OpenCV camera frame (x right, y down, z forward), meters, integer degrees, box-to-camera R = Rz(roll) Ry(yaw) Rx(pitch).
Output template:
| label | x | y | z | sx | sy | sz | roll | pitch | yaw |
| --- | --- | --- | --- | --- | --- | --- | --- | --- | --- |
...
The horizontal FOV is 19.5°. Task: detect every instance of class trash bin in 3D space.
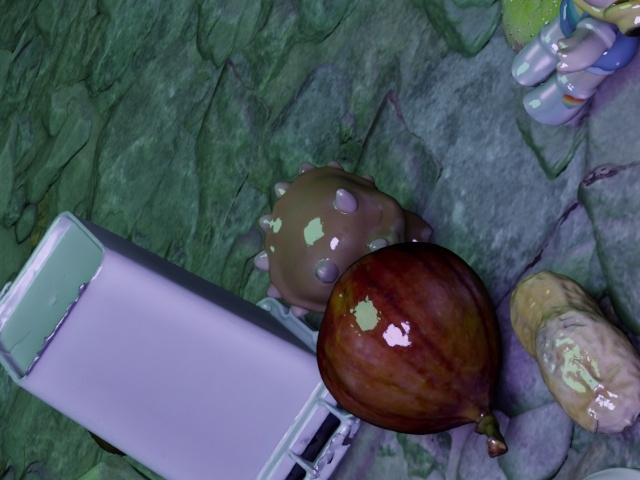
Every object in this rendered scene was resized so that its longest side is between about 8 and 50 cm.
| label | x | y | z | sx | sy | sz | roll | pitch | yaw |
| --- | --- | --- | --- | --- | --- | --- | --- | --- | --- |
| trash bin | -0.161 | 0.147 | 2.059 | 0.256 | 0.367 | 0.296 | -55 | 30 | 3 |

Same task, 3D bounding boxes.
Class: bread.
| label | x | y | z | sx | sy | sz | roll | pitch | yaw |
| --- | --- | --- | --- | --- | --- | --- | --- | --- | --- |
| bread | 0.267 | -0.300 | 2.012 | 0.228 | 0.033 | 0.228 | -34 | 45 | 44 |

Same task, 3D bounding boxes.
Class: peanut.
| label | x | y | z | sx | sy | sz | roll | pitch | yaw |
| --- | --- | --- | --- | --- | --- | --- | --- | --- | --- |
| peanut | 0.241 | 0.099 | 1.747 | 0.099 | 0.099 | 0.214 | -56 | 26 | 20 |

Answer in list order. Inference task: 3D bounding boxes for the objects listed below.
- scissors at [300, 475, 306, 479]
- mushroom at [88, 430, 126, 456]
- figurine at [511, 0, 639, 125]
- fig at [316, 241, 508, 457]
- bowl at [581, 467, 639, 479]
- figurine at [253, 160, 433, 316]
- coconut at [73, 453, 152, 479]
| label | x | y | z | sx | sy | sz | roll | pitch | yaw |
| --- | --- | --- | --- | --- | --- | --- | --- | --- | --- |
| scissors | -0.019 | 0.377 | 2.044 | 0.109 | 0.022 | 0.300 | -54 | 32 | 24 |
| mushroom | -0.235 | 0.169 | 2.414 | 0.231 | 0.138 | 0.194 | -51 | 33 | 27 |
| figurine | 0.300 | -0.273 | 1.810 | 0.382 | 0.205 | 0.225 | 138 | 129 | -63 |
| fig | 0.116 | 0.125 | 1.875 | 0.249 | 0.186 | 0.204 | 42 | 138 | 16 |
| bowl | 0.249 | 0.292 | 1.564 | 0.238 | 0.126 | 0.238 | -39 | 39 | 41 |
| figurine | 0.003 | -0.003 | 2.105 | 0.177 | 0.173 | 0.247 | -62 | 31 | 11 |
| coconut | -0.234 | 0.405 | 2.121 | 0.328 | 0.281 | 0.328 | 177 | 90 | -87 |
